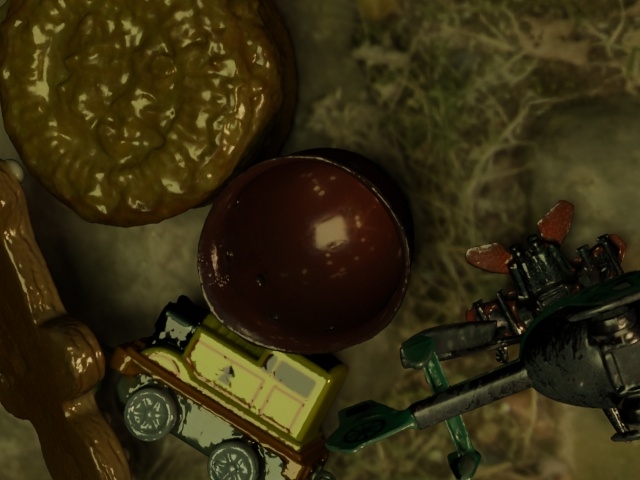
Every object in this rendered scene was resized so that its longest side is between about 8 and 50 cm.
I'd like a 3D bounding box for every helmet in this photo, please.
[{"bbox_3d":[0.000,0.000,1.387,0.155,0.106,0.175,46,117,-1],"label":"helmet"}]

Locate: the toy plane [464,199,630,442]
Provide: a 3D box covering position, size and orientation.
[{"bbox_3d":[0.186,0.070,1.360,0.130,0.061,0.189,-28,94,4],"label":"toy plane"}]

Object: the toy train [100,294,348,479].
[{"bbox_3d":[-0.070,0.117,1.452,0.219,0.089,0.127,31,100,11],"label":"toy train"}]

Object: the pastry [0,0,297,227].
[{"bbox_3d":[-0.136,-0.129,1.391,0.240,0.132,0.235,-33,91,22],"label":"pastry"}]

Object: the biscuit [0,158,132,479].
[{"bbox_3d":[-0.222,0.084,1.474,0.301,0.049,0.197,66,153,1],"label":"biscuit"}]

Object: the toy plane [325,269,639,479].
[{"bbox_3d":[0.182,0.075,1.257,0.381,0.155,0.106,-23,102,3],"label":"toy plane"}]
